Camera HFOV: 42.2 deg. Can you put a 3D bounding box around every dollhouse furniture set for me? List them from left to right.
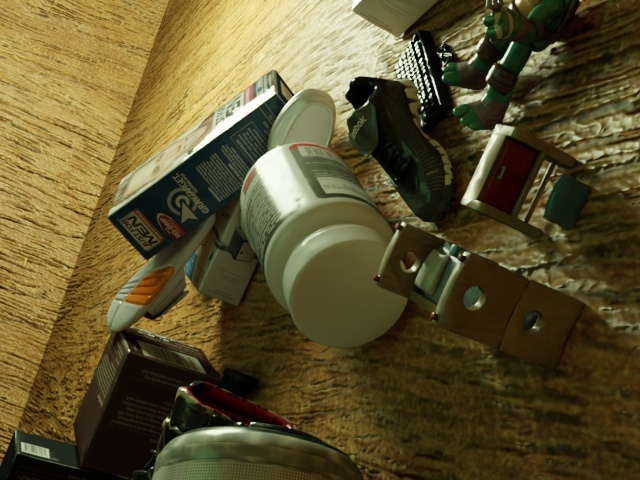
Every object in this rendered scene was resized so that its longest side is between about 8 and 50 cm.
[{"bbox_3d":[0.157,-0.009,0.727,0.184,0.129,0.129,-66,24,4],"label":"dollhouse furniture set"}]

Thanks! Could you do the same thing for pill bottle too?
[{"bbox_3d":[0.000,0.000,1.014,0.161,0.161,0.283,-60,25,17],"label":"pill bottle"}]

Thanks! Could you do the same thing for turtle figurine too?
[{"bbox_3d":[0.202,-0.235,0.847,0.175,0.118,0.234,-73,4,-49],"label":"turtle figurine"}]

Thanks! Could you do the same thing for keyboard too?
[{"bbox_3d":[0.136,-0.213,1.083,0.108,0.023,0.180,-50,30,34],"label":"keyboard"}]

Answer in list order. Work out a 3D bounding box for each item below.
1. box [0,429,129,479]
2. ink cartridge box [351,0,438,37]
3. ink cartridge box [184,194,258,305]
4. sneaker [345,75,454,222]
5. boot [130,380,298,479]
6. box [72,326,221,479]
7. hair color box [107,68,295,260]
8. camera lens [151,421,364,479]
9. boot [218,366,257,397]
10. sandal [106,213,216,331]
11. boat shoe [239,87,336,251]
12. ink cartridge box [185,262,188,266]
[{"bbox_3d":[-0.410,0.444,1.373,0.184,0.261,0.103,-67,24,1],"label":"box"},{"bbox_3d":[0.144,-0.414,1.153,0.218,0.092,0.158,-32,42,51],"label":"ink cartridge box"},{"bbox_3d":[-0.153,-0.001,1.439,0.191,0.082,0.139,-67,23,4],"label":"ink cartridge box"},{"bbox_3d":[0.082,-0.115,0.983,0.078,0.106,0.234,-56,36,39],"label":"sneaker"},{"bbox_3d":[-0.212,0.301,0.973,0.138,0.377,0.284,33,95,53],"label":"boot"},{"bbox_3d":[-0.294,0.272,1.391,0.203,0.168,0.167,-66,24,2],"label":"box"},{"bbox_3d":[-0.184,-0.131,1.397,0.347,0.105,0.174,-35,23,10],"label":"hair color box"},{"bbox_3d":[-0.073,0.331,0.807,0.219,0.219,0.274,-37,38,50],"label":"camera lens"},{"bbox_3d":[-0.137,0.243,1.239,0.099,0.045,0.121,-70,16,-11],"label":"boot"},{"bbox_3d":[-0.250,0.063,1.408,0.265,0.076,0.102,-51,35,-13],"label":"sandal"},{"bbox_3d":[-0.043,-0.096,1.278,0.096,0.098,0.277,-108,36,-55],"label":"boat shoe"},{"bbox_3d":[-0.228,-0.013,1.629,0.109,0.063,0.150,-62,24,12],"label":"ink cartridge box"}]
